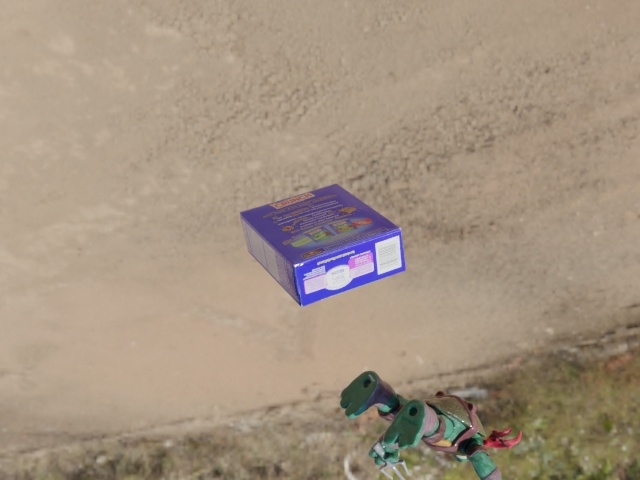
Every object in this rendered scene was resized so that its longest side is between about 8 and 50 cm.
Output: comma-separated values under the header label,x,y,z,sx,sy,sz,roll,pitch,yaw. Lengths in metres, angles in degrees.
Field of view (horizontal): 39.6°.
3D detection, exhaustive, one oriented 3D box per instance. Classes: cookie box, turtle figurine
label,x,y,z,sx,sy,sz,roll,pitch,yaw
cookie box,0.000,0.000,0.694,0.092,0.107,0.040,-18,120,-20
turtle figurine,0.130,0.228,1.009,0.175,0.118,0.234,2,152,41
